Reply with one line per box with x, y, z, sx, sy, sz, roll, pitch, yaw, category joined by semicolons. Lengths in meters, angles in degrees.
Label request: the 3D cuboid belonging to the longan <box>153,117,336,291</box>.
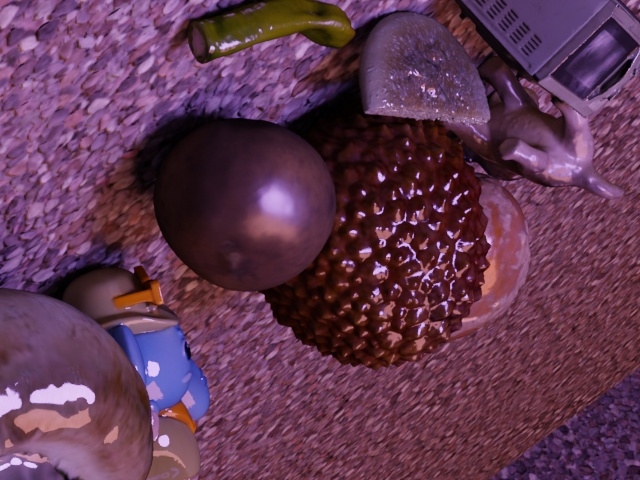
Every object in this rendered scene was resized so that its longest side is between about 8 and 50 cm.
-0.071;-0.037;1.822;0.167;0.167;0.187;-43;162;3;longan

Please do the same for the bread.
0.105;-0.176;1.941;0.036;0.112;0.193;-17;167;39;bread

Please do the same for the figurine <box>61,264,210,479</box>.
-0.190;0.150;1.927;0.180;0.154;0.262;-71;157;-59;figurine

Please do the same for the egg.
0.147;0.018;2.304;0.195;0.195;0.233;-22;157;-43;egg

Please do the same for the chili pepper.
-0.038;-0.190;1.734;0.052;0.050;0.201;-7;-176;42;chili pepper

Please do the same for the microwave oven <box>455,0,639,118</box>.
0.240;-0.225;2.009;0.129;0.163;0.205;-46;159;11;microwave oven

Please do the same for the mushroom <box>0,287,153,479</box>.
-0.306;0.197;1.713;0.352;0.260;0.352;-27;147;-20;mushroom

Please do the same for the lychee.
0.057;-0.001;2.007;0.267;0.267;0.267;-36;160;-16;lychee

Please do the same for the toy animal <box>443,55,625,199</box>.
0.230;-0.123;2.213;0.121;0.233;0.168;-50;121;-6;toy animal
